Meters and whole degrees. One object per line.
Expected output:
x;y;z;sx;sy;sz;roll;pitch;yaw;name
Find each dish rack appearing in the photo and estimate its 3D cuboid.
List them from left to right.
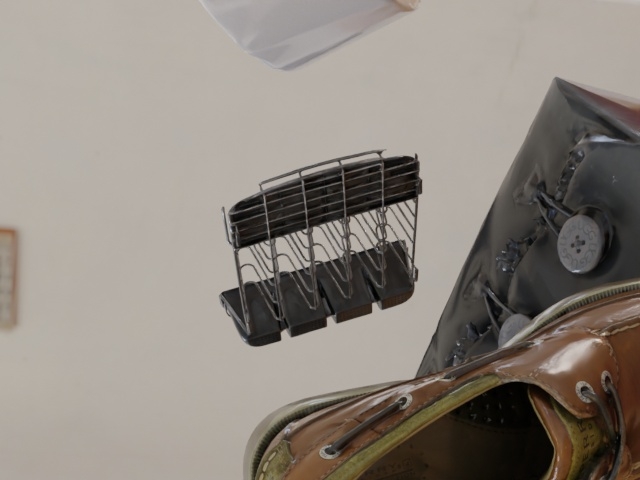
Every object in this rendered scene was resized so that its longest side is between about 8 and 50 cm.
0.000;0.000;1.187;0.271;0.208;0.074;87;163;-56;dish rack

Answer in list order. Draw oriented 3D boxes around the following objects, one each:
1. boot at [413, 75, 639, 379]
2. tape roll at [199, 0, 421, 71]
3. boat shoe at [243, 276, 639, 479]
0.188;0.155;0.829;0.367;0.146;0.445;45;112;41;boot
-0.040;-0.260;0.811;0.286;0.100;0.286;51;-156;-33;tape roll
0.116;0.102;0.625;0.104;0.307;0.110;-164;54;-77;boat shoe
